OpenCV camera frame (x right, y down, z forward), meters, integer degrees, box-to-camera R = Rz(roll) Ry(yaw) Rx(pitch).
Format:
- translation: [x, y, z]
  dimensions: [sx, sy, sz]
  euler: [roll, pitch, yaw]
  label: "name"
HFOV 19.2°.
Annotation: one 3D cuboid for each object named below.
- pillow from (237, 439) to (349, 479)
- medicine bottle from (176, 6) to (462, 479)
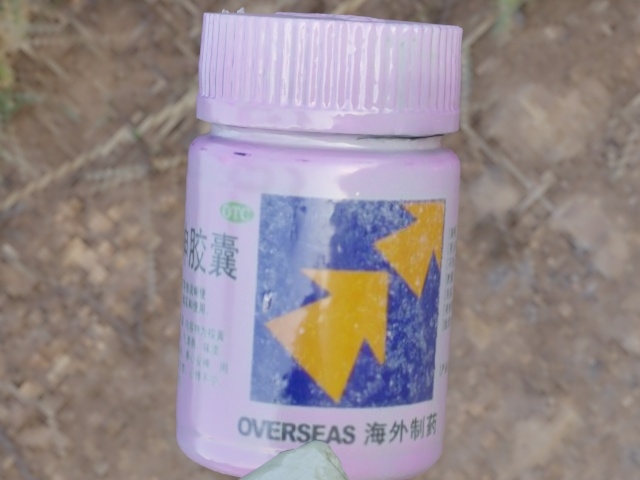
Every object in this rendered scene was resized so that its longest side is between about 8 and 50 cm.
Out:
- translation: [-0.070, 0.248, 0.774]
  dimensions: [0.281, 0.076, 0.274]
  euler: [-35, 41, 9]
  label: "pillow"
- translation: [0.000, 0.000, 1.219]
  dimensions: [0.178, 0.178, 0.291]
  euler: [-156, 68, -68]
  label: "medicine bottle"
